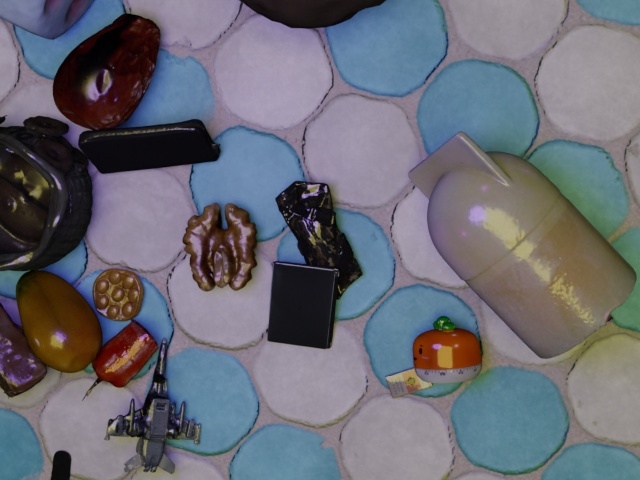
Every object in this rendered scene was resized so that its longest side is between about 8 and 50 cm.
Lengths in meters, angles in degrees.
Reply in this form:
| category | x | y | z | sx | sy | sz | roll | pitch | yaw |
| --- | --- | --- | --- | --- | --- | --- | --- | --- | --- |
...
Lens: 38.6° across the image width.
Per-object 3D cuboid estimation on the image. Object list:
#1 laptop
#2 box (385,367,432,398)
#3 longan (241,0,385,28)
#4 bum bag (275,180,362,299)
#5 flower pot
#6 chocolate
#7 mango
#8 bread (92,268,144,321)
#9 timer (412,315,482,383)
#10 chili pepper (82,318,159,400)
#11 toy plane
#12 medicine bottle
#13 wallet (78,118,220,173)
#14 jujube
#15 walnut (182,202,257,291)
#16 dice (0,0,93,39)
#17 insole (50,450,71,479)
| category | x | y | z | sx | sy | sz | roll | pitch | yaw |
| --- | --- | --- | --- | --- | --- | --- | --- | --- | --- |
| laptop | -0.035 | 0.126 | 1.760 | 0.129 | 0.016 | 0.180 | 8 | 115 | 4 |
| box | 0.173 | 0.275 | 1.788 | 0.083 | 0.012 | 0.046 | -19 | 94 | 6 |
| longan | -0.032 | -0.580 | 1.528 | 0.404 | 0.404 | 0.436 | -22 | 98 | 6 |
| bum bag | 0.001 | 0.000 | 1.744 | 0.102 | 0.069 | 0.248 | -24 | 109 | -7 |
| flower pot | -0.573 | -0.092 | 1.703 | 0.302 | 0.213 | 0.301 | 1 | 97 | 4 |
| chocolate | -0.623 | 0.199 | 1.775 | 0.093 | 0.148 | 0.214 | -35 | 93 | -29 |
| mango | -0.501 | 0.153 | 1.753 | 0.120 | 0.151 | 0.221 | -40 | 62 | 14 |
| bread | -0.399 | 0.107 | 1.806 | 0.110 | 0.024 | 0.110 | 0 | 95 | 5 |
| timer | 0.239 | 0.205 | 1.732 | 0.136 | 0.099 | 0.136 | -1 | 100 | -8 |
| chili pepper | -0.402 | 0.242 | 1.789 | 0.192 | 0.086 | 0.084 | -47 | 111 | -2 |
| toy plane | -0.320 | 0.326 | 1.793 | 0.192 | 0.088 | 0.262 | 7 | 94 | -24 |
| medicine bottle | 0.338 | -0.010 | 1.634 | 0.236 | 0.236 | 0.406 | -43 | 92 | 7 |
| wallet | -0.317 | -0.178 | 1.713 | 0.250 | 0.149 | 0.044 | -6 | 70 | 7 |
| jujube | -0.392 | -0.318 | 1.699 | 0.168 | 0.168 | 0.236 | 29 | 80 | 1 |
| walnut | -0.190 | 0.014 | 1.752 | 0.143 | 0.069 | 0.170 | 0 | 85 | 3 |
| dice | -0.535 | -0.536 | 1.624 | 0.265 | 0.268 | 0.262 | 32 | 97 | 1 |
| insole | -0.537 | 0.501 | 1.869 | 0.053 | 0.002 | 0.152 | 9 | 97 | 3 |
